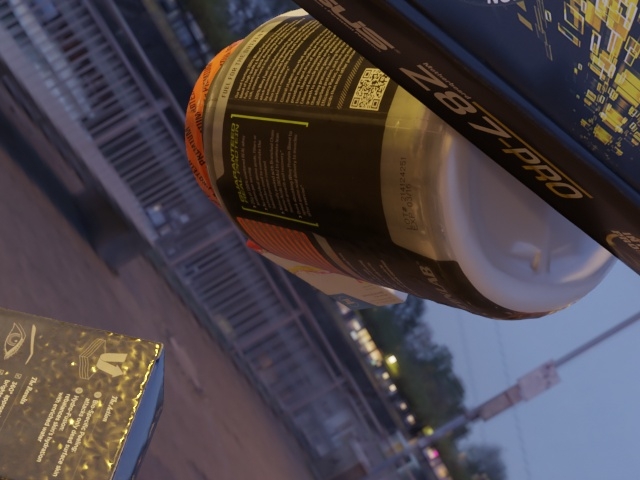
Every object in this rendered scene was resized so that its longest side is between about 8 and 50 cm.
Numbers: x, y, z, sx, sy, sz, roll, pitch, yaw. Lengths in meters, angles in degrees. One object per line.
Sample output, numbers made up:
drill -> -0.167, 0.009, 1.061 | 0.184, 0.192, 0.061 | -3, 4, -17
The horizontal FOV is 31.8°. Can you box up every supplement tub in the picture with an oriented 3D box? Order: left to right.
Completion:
supplement tub -> 0.047, -0.066, 0.777 | 0.316, 0.193, 0.194 | 15, -39, 52

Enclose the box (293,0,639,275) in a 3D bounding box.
box -> 0.194, -0.211, 0.588 | 0.318, 0.395, 0.097 | 37, -10, -21

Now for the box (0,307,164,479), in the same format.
box -> -0.219, 0.149, 0.883 | 0.156, 0.158, 0.093 | -75, 175, -45

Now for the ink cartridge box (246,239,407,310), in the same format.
ink cartridge box -> 0.000, 0.000, 1.454 | 0.231, 0.078, 0.134 | 32, -22, -22
